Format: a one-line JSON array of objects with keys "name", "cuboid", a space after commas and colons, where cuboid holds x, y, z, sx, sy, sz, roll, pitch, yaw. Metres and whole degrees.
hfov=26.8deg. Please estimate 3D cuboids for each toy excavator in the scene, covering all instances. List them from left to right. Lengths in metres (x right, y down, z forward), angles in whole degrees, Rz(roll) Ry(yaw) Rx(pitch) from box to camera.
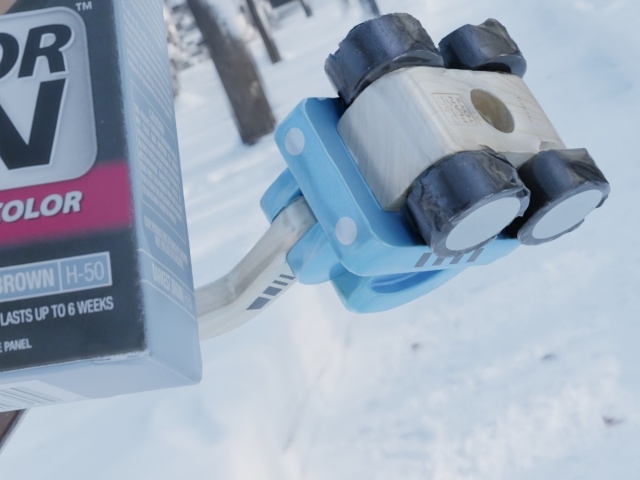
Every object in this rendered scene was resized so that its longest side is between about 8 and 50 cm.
[{"name": "toy excavator", "cuboid": [0.000, 0.000, 1.353, 0.433, 0.222, 0.445, -5, -34, -46]}]

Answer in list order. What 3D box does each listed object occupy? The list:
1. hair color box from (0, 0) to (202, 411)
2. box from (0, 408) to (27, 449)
[{"name": "hair color box", "cuboid": [-0.168, -0.115, 0.579, 0.185, 0.375, 0.113, -9, -13, 4]}, {"name": "box", "cuboid": [-0.271, 0.104, 0.926, 0.191, 0.143, 0.381, -53, 9, 31]}]
